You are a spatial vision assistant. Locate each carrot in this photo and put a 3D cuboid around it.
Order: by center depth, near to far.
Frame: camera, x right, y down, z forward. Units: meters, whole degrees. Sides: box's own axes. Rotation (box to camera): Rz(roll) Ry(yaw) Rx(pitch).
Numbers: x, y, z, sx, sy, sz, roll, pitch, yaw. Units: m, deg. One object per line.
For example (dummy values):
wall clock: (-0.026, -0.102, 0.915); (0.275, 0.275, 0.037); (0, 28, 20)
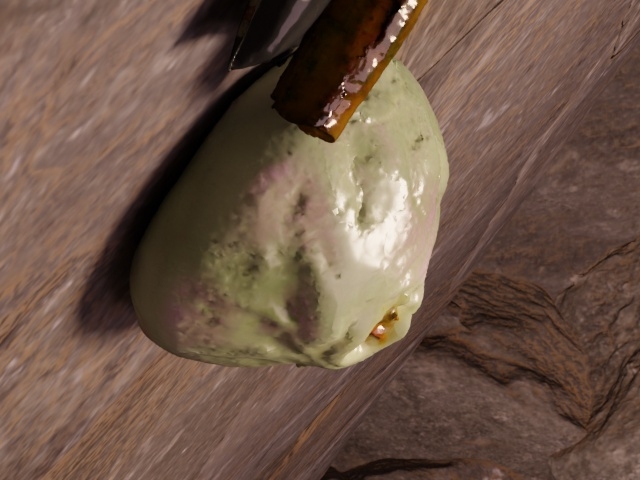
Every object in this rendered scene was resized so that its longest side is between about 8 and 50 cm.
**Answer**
carrot: (0.046, -0.184, 0.900); (0.260, 0.070, 0.070); (-60, 167, 9)

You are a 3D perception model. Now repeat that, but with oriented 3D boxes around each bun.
bun: (0.000, 0.000, 1.065); (0.293, 0.187, 0.293); (-49, 166, -17)

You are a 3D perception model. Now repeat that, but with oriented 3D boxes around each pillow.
pillow: (-0.007, -0.170, 0.848); (0.150, 0.048, 0.090); (-57, -170, 20)
